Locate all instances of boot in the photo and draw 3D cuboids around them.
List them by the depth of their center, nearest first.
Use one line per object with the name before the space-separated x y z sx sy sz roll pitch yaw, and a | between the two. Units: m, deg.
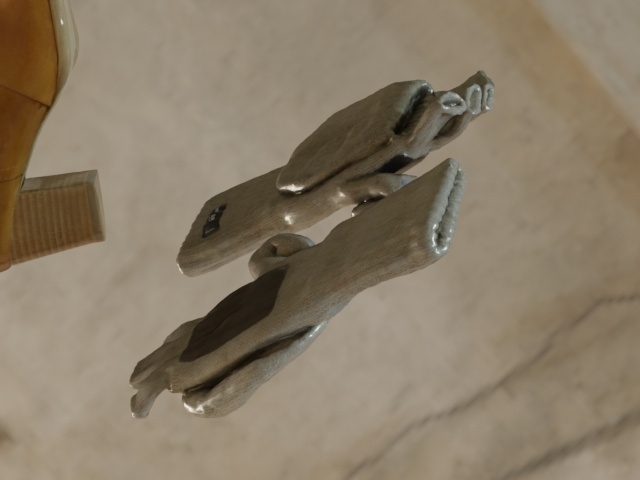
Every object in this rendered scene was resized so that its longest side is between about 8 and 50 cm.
boot | -0.285 -0.114 1.455 0.211 0.295 0.104 -8 -170 -2

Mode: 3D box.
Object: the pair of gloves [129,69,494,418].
pair of gloves | 0.000 0.000 1.006 0.204 0.042 0.240 -33 -161 22
